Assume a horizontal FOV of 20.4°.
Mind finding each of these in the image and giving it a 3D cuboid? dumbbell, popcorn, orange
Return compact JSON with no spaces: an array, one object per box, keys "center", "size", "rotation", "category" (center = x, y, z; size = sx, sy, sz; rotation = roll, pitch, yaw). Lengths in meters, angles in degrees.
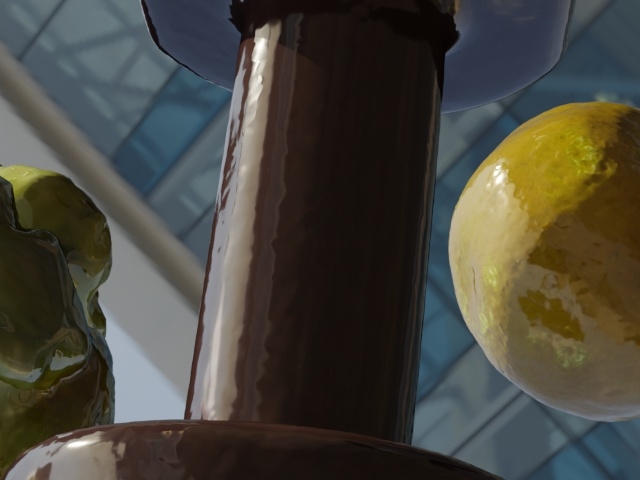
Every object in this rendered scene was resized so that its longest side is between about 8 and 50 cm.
[{"center":[0.000,0.000,0.446],"size":[0.124,0.140,0.225],"rotation":[3,-118,6],"category":"dumbbell"},{"center":[-0.210,0.053,0.876],"size":[0.276,0.225,0.276],"rotation":[-17,-90,-77],"category":"popcorn"},{"center":[0.237,0.022,1.460],"size":[0.279,0.235,0.279],"rotation":[23,-146,-16],"category":"orange"}]
